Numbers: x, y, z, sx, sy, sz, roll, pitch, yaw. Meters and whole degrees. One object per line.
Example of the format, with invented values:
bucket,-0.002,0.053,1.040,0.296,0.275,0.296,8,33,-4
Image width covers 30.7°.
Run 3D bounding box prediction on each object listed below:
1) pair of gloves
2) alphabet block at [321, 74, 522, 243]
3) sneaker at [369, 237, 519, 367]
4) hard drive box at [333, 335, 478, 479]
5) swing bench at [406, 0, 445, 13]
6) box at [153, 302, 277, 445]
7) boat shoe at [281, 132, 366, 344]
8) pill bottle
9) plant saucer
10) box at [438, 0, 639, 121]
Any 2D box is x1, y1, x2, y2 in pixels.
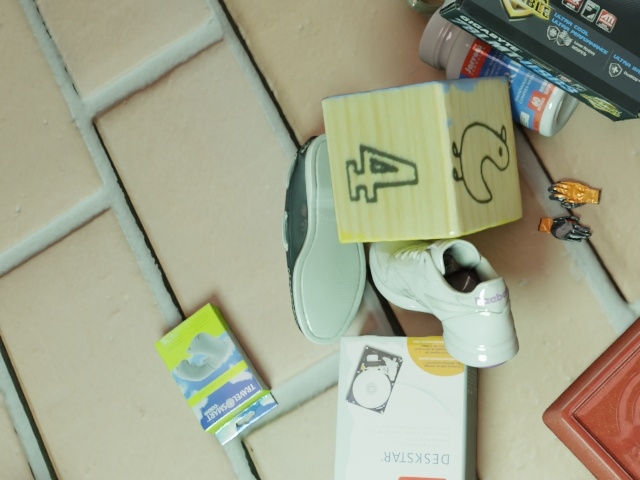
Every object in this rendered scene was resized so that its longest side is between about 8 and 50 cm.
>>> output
pair of gloves,0.345,-0.041,1.617,0.074,0.010,0.083,13,83,19
alphabet block,0.136,-0.108,1.551,0.193,0.192,0.197,-3,97,39
sneaker,0.163,0.039,1.542,0.114,0.152,0.305,-21,33,-21
hard drive box,0.118,0.249,1.578,0.181,0.089,0.232,-2,78,17
swing bench,0.173,-0.501,1.683,0.255,0.165,0.253,-46,68,30
box,-0.154,0.195,1.696,0.109,0.042,0.178,-37,70,6
boat shoe,0.000,0.000,1.672,0.114,0.091,0.303,13,77,-26
pill bottle,0.253,-0.245,1.630,0.221,0.124,0.124,29,87,20
plant saucer,0.448,0.225,1.475,0.258,0.047,0.259,-47,61,9
box,0.344,-0.350,1.505,0.295,0.073,0.293,29,86,-13
